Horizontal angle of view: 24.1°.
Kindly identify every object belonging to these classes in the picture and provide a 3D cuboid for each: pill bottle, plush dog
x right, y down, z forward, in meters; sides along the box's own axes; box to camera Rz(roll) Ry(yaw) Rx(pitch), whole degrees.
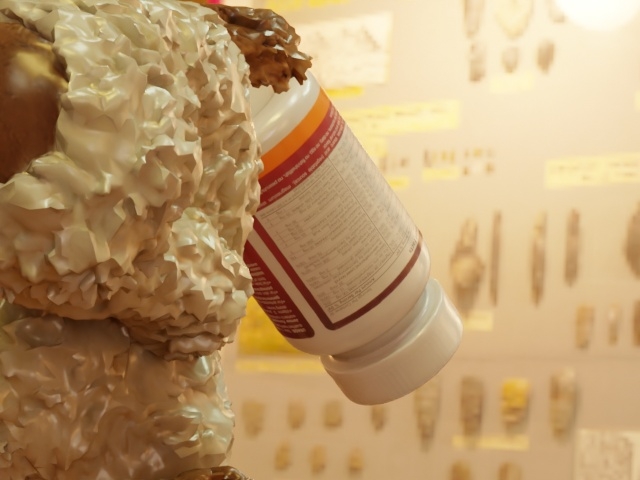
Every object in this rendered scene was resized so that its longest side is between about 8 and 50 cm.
[{"bbox_3d":[0.000,0.000,1.023,0.121,0.121,0.221,-7,-54,47],"label":"pill bottle"},{"bbox_3d":[-0.096,0.023,0.549,0.262,0.226,0.210,13,12,42],"label":"plush dog"}]
